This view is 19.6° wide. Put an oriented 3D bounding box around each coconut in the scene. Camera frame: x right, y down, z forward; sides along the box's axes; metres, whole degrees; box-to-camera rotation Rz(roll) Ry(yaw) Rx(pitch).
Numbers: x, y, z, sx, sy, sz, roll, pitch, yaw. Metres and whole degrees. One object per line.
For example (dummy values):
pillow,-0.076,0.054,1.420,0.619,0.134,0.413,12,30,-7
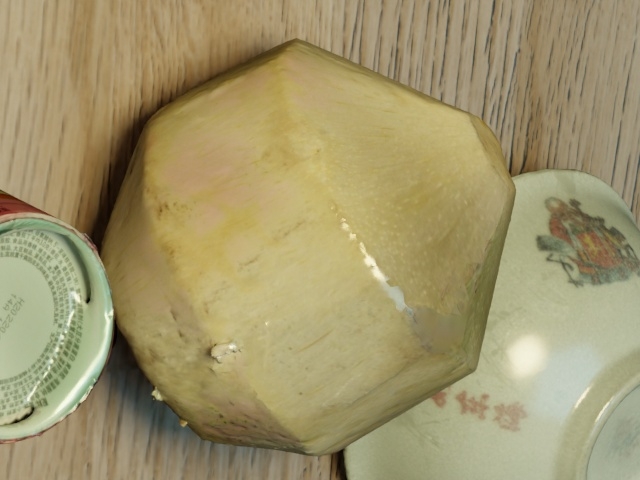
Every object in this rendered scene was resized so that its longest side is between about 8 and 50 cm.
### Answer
coconut,0.000,0.000,1.565,0.353,0.353,0.352,-11,108,-39

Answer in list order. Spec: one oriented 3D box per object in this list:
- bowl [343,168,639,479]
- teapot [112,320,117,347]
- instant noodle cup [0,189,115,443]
bowl,0.246,0.161,1.833,0.435,0.196,0.434,-21,124,-34
teapot,-0.221,0.056,1.543,0.098,0.078,0.129,-62,137,-69
instant noodle cup,-0.285,0.043,1.359,0.244,0.255,0.244,-10,105,-41
